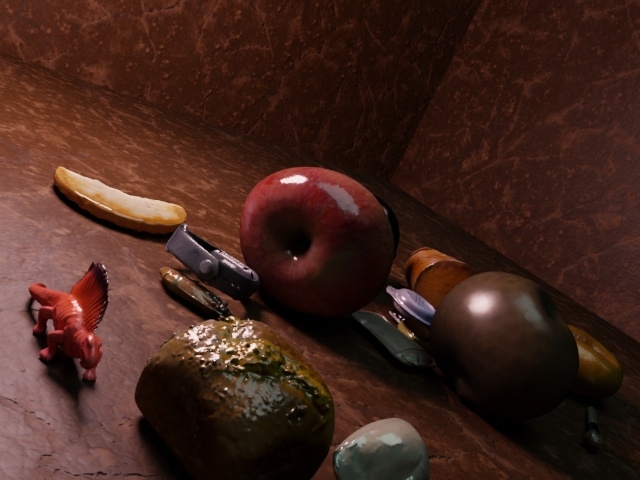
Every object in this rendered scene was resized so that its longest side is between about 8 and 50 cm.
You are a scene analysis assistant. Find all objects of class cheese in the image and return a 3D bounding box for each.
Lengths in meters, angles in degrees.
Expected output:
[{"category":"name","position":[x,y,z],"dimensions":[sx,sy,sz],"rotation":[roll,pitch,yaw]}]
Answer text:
[{"category":"cheese","position":[0.271,0.196,1.869],"dimensions":[0.245,0.052,0.135],"rotation":[36,17,1]},{"category":"cheese","position":[0.212,0.211,1.743],"dimensions":[0.086,0.036,0.162],"rotation":[15,17,-29]}]

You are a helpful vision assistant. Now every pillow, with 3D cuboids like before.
[{"category":"pillow","position":[0.156,0.217,1.612],"dimensions":[0.131,0.038,0.233],"rotation":[11,21,-45]}]

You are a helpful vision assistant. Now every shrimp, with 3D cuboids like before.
[{"category":"shrimp","position":[-0.228,0.099,1.357],"dimensions":[0.190,0.042,0.101],"rotation":[32,7,26]}]

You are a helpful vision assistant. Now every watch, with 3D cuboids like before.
[{"category":"watch","position":[-0.218,0.044,1.431],"dimensions":[0.206,0.068,0.193],"rotation":[34,-1,25]}]

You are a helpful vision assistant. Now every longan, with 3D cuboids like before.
[{"category":"longan","position":[0.389,0.217,1.533],"dimensions":[0.289,0.288,0.350],"rotation":[17,29,-33]}]

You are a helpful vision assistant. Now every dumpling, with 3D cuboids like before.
[{"category":"dumpling","position":[0.092,0.325,0.985],"dimensions":[0.229,0.124,0.151],"rotation":[0,65,-50]}]

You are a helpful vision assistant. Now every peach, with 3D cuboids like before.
[{"category":"peach","position":[0.702,0.332,1.959],"dimensions":[0.251,0.153,0.251],"rotation":[18,17,-5]}]

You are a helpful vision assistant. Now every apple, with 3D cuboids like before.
[{"category":"apple","position":[0.000,0.000,1.559],"dimensions":[0.345,0.344,0.269],"rotation":[31,16,20]}]

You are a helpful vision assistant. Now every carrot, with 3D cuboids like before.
[{"category":"carrot","position":[0.339,0.106,2.050],"dimensions":[0.196,0.195,0.254],"rotation":[24,14,-10]}]

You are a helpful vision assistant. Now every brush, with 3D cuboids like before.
[{"category":"brush","position":[0.644,0.433,1.700],"dimensions":[0.299,0.039,0.042],"rotation":[-12,83,-69]}]

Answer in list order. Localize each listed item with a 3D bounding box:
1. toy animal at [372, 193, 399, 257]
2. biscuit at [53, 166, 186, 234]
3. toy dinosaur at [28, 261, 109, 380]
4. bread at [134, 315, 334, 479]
[{"category":"toy animal","position":[0.058,-0.026,1.928],"dimensions":[0.251,0.250,0.310],"rotation":[34,21,30]},{"category":"biscuit","position":[-0.440,-0.074,1.606],"dimensions":[0.309,0.040,0.204],"rotation":[19,15,-27]},{"category":"toy dinosaur","position":[-0.347,0.078,1.007],"dimensions":[0.070,0.138,0.286],"rotation":[16,16,-38]},{"category":"bread","position":[-0.107,0.196,0.930],"dimensions":[0.246,0.176,0.196],"rotation":[36,15,36]}]
